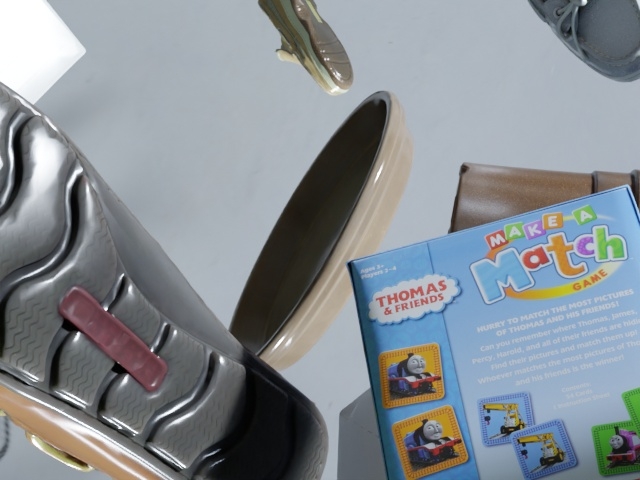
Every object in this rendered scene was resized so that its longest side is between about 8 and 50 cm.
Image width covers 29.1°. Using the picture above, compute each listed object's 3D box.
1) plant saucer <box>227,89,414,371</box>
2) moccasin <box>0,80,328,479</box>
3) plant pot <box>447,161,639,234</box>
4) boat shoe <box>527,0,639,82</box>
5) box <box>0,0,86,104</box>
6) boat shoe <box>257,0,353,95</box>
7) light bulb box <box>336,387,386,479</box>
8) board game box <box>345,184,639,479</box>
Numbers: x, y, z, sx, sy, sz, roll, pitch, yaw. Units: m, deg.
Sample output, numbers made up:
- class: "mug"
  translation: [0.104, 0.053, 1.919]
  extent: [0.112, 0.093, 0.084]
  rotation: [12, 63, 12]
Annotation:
- class: "plant saucer"
  translation: [0.000, 0.000, 1.051]
  extent: [0.041, 0.278, 0.278]
  rotation: [30, 105, -12]
- class: "moccasin"
  translation: [-0.151, 0.032, 0.668]
  extent: [0.147, 0.380, 0.139]
  rotation: [-2, 57, 45]
- class: "plant pot"
  translation: [0.201, 0.001, 1.156]
  extent: [0.165, 0.167, 0.167]
  rotation: [11, 101, 6]
- class: "boat shoe"
  translation: [0.257, -0.307, 1.340]
  extent: [0.118, 0.103, 0.320]
  rotation: [-39, 69, 32]
- class: "box"
  translation: [-0.442, -0.241, 1.215]
  extent: [0.168, 0.215, 0.345]
  rotation: [-8, 127, 47]
- class: "boat shoe"
  translation: [-0.023, -0.248, 1.555]
  extent: [0.072, 0.068, 0.190]
  rotation: [-40, 60, 26]
- class: "light bulb box"
  translation: [0.219, 0.342, 1.345]
  extent: [0.361, 0.357, 0.225]
  rotation: [27, 132, -23]
- class: "board game box"
  translation: [0.107, 0.083, 0.621]
  extent: [0.160, 0.039, 0.211]
  rotation: [-15, 55, 9]
